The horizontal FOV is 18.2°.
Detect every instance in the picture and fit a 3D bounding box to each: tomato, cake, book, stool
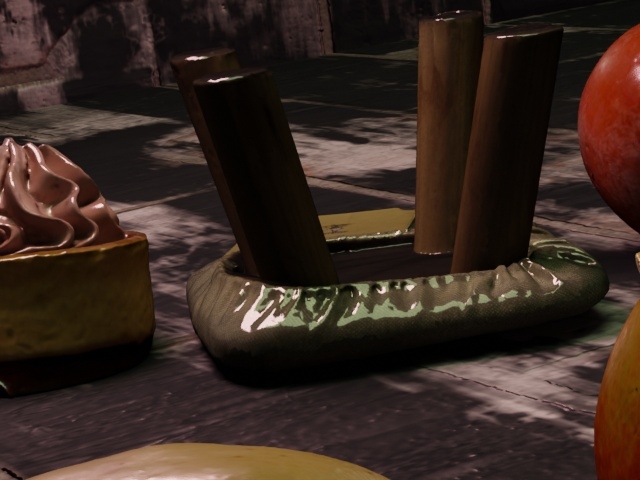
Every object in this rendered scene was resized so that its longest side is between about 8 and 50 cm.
[{"bbox_3d":[0.319,-0.092,1.644,0.208,0.208,0.184,-8,8,-7],"label":"tomato"},{"bbox_3d":[-0.226,0.012,1.551,0.185,0.178,0.208,-6,15,2],"label":"cake"},{"bbox_3d":[0.000,0.000,1.863,0.168,0.013,0.192,-4,12,13],"label":"book"},{"bbox_3d":[0.040,-0.046,1.549,0.310,0.226,0.310,-10,12,-8],"label":"stool"}]

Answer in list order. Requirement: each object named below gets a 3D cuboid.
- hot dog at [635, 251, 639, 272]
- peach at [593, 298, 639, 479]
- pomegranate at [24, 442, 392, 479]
[{"bbox_3d":[0.316,0.013,1.581,0.137,0.028,0.044,-11,38,-7],"label":"hot dog"},{"bbox_3d":[0.213,0.093,0.910,0.197,0.197,0.197,-7,12,1],"label":"peach"},{"bbox_3d":[-0.025,0.172,0.570,0.233,0.233,0.233,-7,12,1],"label":"pomegranate"}]
